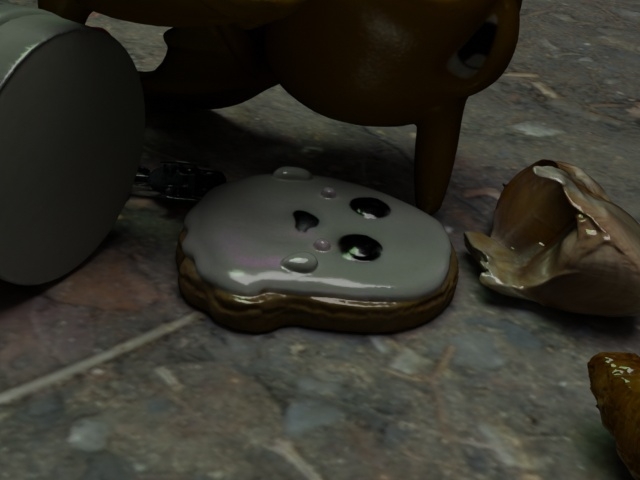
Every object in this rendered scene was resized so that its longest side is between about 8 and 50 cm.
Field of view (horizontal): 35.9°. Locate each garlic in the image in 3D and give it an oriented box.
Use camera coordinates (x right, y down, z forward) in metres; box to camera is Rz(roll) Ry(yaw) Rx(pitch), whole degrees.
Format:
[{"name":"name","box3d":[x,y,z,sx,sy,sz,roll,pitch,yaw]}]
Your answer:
[{"name":"garlic","box3d":[0.182,-0.009,0.735,0.124,0.099,0.174,16,28,-15]}]

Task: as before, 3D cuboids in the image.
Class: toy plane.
[{"name":"toy plane","box3d":[-0.121,-0.047,0.781,0.121,0.031,0.049,6,0,1]}]

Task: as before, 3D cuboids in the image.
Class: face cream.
[{"name":"face cream","box3d":[-0.229,-0.075,0.663,0.153,0.177,0.177,20,33,21]}]

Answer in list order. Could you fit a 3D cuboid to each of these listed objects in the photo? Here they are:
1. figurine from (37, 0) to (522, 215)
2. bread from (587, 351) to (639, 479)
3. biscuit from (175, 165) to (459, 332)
[{"name":"figurine","box3d":[-0.036,-0.209,0.790,0.387,0.401,0.268,19,74,-5]},{"name":"bread","box3d":[0.245,0.131,0.528,0.233,0.076,0.105,19,20,32]},{"name":"biscuit","box3d":[0.000,0.000,0.719,0.208,0.049,0.181,3,32,-6]}]
